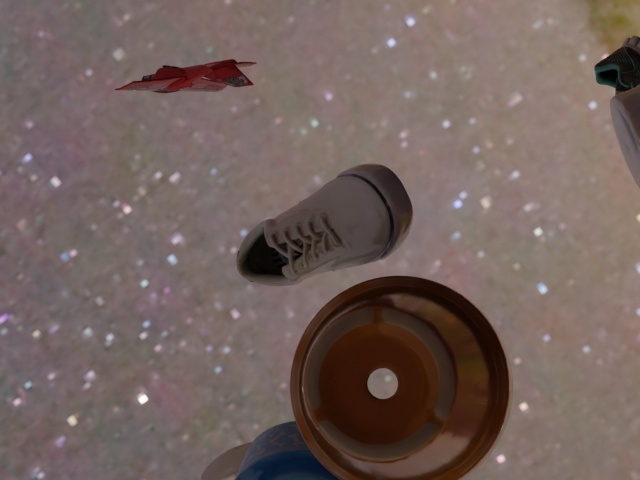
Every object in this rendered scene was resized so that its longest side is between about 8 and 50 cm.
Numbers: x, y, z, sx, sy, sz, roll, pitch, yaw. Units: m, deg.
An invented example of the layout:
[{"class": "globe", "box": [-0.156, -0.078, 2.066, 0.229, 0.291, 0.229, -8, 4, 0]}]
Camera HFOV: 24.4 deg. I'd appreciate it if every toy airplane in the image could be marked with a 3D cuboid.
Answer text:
[{"class": "toy airplane", "box": [-0.127, -0.160, 1.447, 0.151, 0.151, 0.028, -8, -84, -59]}]

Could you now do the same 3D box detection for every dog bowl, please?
[{"class": "dog bowl", "box": [0.034, 0.308, 1.698, 0.297, 0.166, 0.074, 29, -150, -18]}]

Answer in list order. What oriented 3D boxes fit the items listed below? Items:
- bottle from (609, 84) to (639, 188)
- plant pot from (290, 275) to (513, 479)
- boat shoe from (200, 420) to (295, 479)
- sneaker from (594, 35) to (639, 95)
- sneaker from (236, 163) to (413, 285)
[{"class": "bottle", "box": [0.318, -0.106, 0.889, 0.118, 0.282, 0.092, 67, -177, -55]}, {"class": "plant pot", "box": [0.063, 0.129, 1.308, 0.205, 0.205, 0.188, 60, -174, 10]}, {"class": "boat shoe", "box": [-0.084, 0.326, 2.166, 0.063, 0.184, 0.066, 60, -178, -26]}, {"class": "sneaker", "box": [0.384, -0.179, 1.736, 0.166, 0.076, 0.065, 45, 158, 52]}, {"class": "sneaker", "box": [0.000, 0.000, 1.445, 0.091, 0.258, 0.094, -30, -91, -30]}]
